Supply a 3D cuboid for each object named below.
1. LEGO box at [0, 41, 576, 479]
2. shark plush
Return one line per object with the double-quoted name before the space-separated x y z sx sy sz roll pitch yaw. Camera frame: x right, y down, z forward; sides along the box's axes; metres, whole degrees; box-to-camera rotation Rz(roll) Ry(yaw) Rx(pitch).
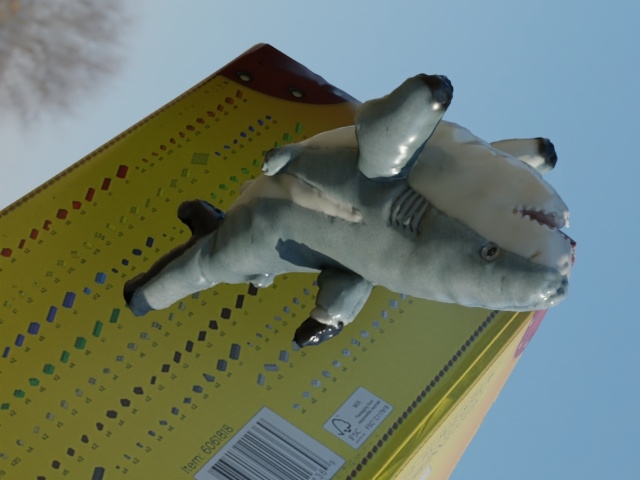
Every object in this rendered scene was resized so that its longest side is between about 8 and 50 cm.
"LEGO box" -0.127 0.181 0.817 0.500 0.193 0.372 -41 161 -55
"shark plush" 0.000 0.000 0.592 0.073 0.161 0.067 36 50 -61
